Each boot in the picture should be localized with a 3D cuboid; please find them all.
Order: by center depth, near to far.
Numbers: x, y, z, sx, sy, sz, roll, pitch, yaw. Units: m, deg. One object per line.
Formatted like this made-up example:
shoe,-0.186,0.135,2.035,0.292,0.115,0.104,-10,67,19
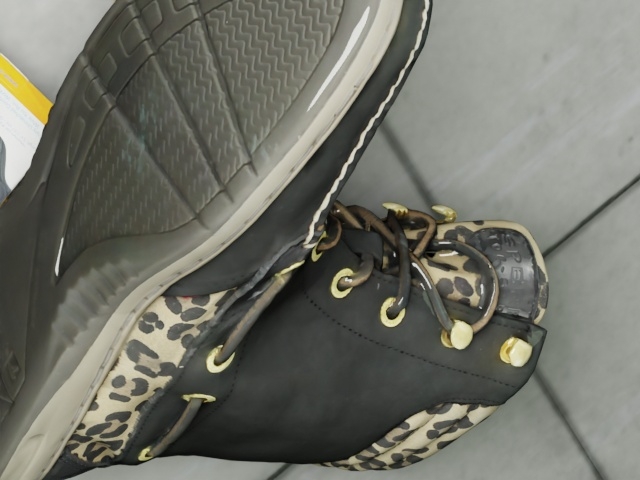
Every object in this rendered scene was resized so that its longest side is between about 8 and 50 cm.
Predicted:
boot,0.000,0.000,0.970,0.284,0.138,0.377,7,133,-40

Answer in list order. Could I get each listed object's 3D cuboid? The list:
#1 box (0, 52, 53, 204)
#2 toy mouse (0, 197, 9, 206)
box,-0.197,-0.037,0.969,0.081,0.028,0.136,45,70,-21
toy mouse,-0.207,0.026,1.018,0.143,0.031,0.161,-41,122,-7
